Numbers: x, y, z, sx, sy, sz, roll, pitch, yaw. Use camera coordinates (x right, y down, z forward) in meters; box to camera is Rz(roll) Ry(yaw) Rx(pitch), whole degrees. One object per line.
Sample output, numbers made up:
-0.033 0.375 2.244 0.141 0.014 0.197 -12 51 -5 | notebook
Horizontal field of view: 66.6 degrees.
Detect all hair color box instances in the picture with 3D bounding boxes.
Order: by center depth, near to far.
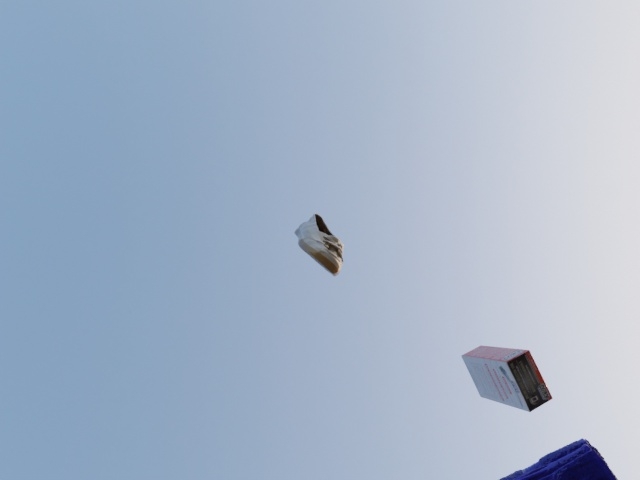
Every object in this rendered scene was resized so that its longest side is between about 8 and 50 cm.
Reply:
0.336 0.248 0.896 0.053 0.167 0.093 -24 -94 -12 | hair color box

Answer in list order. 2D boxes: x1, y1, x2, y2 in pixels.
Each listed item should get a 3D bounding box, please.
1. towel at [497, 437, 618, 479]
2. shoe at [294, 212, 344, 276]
0.452 0.552 0.951 0.308 0.227 0.076 -29 -43 6 | towel
0.000 0.000 0.885 0.076 0.219 0.058 39 -85 -22 | shoe
